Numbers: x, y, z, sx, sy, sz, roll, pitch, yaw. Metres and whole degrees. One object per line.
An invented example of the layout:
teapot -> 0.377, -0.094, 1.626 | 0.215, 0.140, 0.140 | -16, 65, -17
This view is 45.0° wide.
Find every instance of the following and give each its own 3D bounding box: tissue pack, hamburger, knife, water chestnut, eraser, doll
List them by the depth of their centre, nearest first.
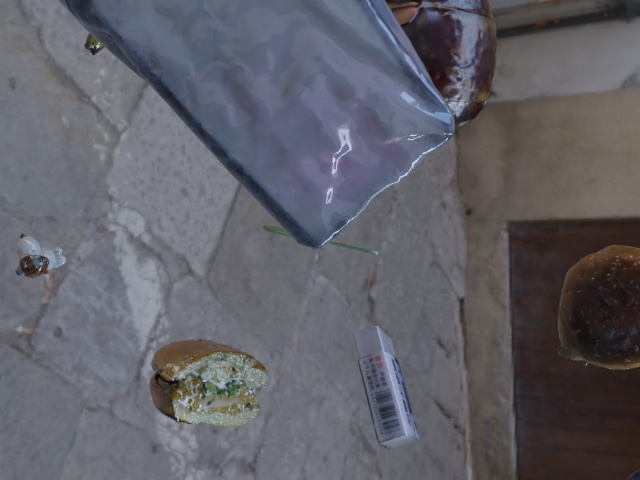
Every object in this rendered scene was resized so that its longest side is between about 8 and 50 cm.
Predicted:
tissue pack -> -0.071, -0.188, 0.515 | 0.288, 0.124, 0.394 | 48, 10, -18
doll -> -0.364, 0.026, 1.004 | 0.085, 0.040, 0.058 | 55, 13, -65
water chestnut -> 0.103, -0.250, 1.058 | 0.244, 0.289, 0.289 | 57, 40, -57
knife -> 0.000, 0.000, 1.289 | 0.030, 0.207, 0.014 | 32, 71, -74
hamburger -> -0.226, 0.254, 1.453 | 0.283, 0.156, 0.144 | 25, 90, -55
eraser -> 0.122, 0.278, 1.460 | 0.124, 0.067, 0.210 | 45, 29, -63
hamburger -> 0.591, 0.135, 1.532 | 0.146, 0.286, 0.243 | -3, 56, -49

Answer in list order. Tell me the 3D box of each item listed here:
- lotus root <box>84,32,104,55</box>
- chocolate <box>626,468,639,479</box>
lotus root -> -0.389, -0.425, 1.371 | 0.094, 0.108, 0.191 | -42, 153, -43
chocolate -> 0.360, 0.273, 0.751 | 0.072, 0.147, 0.070 | -38, 134, -9
